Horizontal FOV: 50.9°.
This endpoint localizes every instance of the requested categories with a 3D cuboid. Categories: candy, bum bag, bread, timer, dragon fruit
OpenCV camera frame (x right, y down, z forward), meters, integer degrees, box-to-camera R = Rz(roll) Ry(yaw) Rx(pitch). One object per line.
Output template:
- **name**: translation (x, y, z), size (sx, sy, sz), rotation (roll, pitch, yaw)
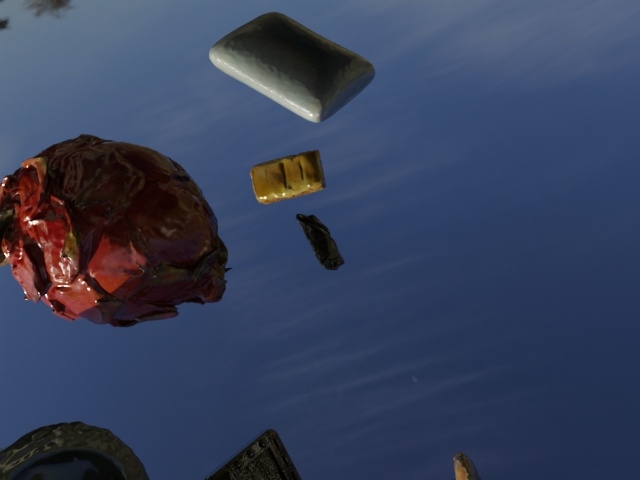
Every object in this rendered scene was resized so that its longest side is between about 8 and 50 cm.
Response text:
- **candy**: translation (-0.033, -0.218, 0.838), size (0.174, 0.071, 0.138), rotation (32, -130, 16)
- **bum bag**: translation (-0.001, 0.001, 1.150), size (0.034, 0.057, 0.124), rotation (-46, -125, 33)
- **bread**: translation (-0.055, -0.108, 1.160), size (0.132, 0.053, 0.074), rotation (-11, -102, 19)
- **timer**: translation (-0.120, 0.445, 1.210), size (0.055, 0.144, 0.187), rotation (-28, 179, 39)
- **dragon fruit**: translation (-0.302, -0.013, 0.974), size (0.342, 0.278, 0.277), rotation (2, -157, -23)

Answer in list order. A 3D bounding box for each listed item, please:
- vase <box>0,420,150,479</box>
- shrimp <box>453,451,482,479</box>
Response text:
- **vase**: translation (-0.382, 0.345, 0.825), size (0.291, 0.245, 0.245), rotation (-13, -149, 41)
- **shrimp**: translation (0.263, 0.481, 1.054), size (0.062, 0.164, 0.317), rotation (-17, -132, 6)
